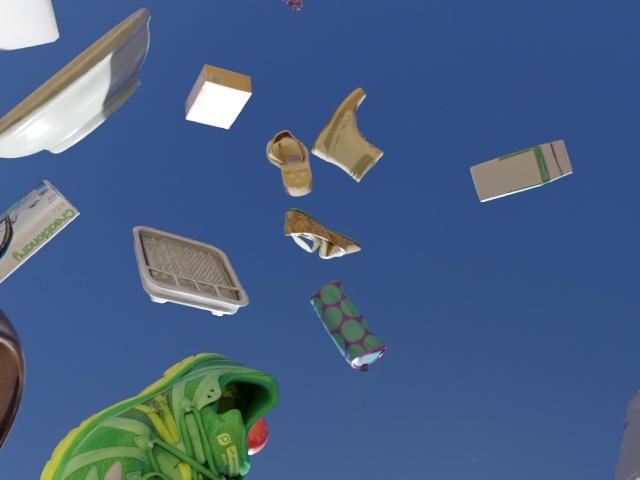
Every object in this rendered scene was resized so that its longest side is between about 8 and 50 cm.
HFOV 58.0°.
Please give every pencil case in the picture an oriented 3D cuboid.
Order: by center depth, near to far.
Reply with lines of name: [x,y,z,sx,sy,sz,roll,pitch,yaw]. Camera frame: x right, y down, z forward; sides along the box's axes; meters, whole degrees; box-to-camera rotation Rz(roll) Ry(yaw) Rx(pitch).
pencil case: [0.045,0.137,0.948,0.151,0.070,0.064,55,-53,33]

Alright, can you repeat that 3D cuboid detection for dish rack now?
dish rack: [-0.361,0.088,1.544,0.072,0.286,0.333,-63,-148,17]

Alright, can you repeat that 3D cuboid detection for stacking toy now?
stacking toy: [-0.221,0.481,1.328,0.330,0.141,0.141,-41,-123,42]

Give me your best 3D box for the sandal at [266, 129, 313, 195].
sandal: [-0.065,-0.189,1.204,0.088,0.079,0.240,-13,-141,-7]

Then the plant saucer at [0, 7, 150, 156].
plant saucer: [-0.447,-0.266,1.067,0.401,0.100,0.400,-28,-149,18]

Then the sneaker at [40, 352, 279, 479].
sneaker: [-0.133,0.189,0.527,0.124,0.295,0.109,-3,-71,25]

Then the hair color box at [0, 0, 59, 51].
hair color box: [-0.178,-0.147,0.100,0.186,0.374,0.113,-23,-91,-20]

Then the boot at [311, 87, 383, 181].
boot: [0.099,-0.277,1.517,0.165,0.077,0.213,34,-92,6]

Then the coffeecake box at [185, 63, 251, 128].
coffeecake box: [-0.310,-0.429,1.742,0.143,0.185,0.068,8,-119,-29]

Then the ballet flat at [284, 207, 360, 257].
ballet flat: [0.000,0.000,1.245,0.073,0.206,0.067,-1,-113,55]

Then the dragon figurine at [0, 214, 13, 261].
dragon figurine: [-0.406,0.048,0.545,0.085,0.144,0.289,39,-127,10]

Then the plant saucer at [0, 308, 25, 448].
plant saucer: [-0.474,0.224,0.725,0.050,0.310,0.310,15,-106,10]

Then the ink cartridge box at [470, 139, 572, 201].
ink cartridge box: [0.468,-0.163,1.334,0.153,0.209,0.086,-17,-88,43]

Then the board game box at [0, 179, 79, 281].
board game box: [-0.647,0.009,1.179,0.305,0.053,0.193,-45,-145,-14]

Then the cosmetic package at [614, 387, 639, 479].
cosmetic package: [0.647,0.397,1.109,0.107,0.127,0.238,25,-130,18]

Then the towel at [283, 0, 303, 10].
towel: [-0.087,-0.495,0.988,0.029,0.197,0.144,-10,-93,20]
